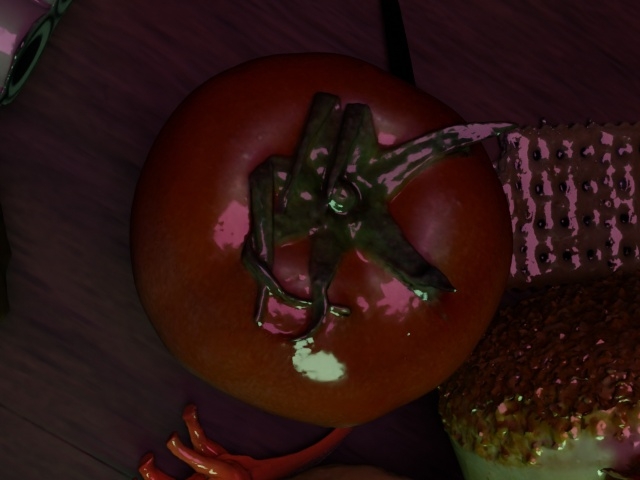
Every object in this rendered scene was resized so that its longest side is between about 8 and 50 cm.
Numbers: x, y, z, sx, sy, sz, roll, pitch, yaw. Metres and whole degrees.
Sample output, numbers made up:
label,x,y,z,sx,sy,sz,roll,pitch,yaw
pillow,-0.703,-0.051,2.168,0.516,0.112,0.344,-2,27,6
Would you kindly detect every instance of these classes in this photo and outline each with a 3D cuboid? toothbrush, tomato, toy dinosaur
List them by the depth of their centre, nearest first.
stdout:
label,x,y,z,sx,sy,sz,roll,pitch,yaw
tomato,0.000,0.000,0.710,0.255,0.224,0.256,2,75,-6
toy dinosaur,-0.076,0.172,0.779,0.279,0.055,0.101,-40,105,-12
toothbrush,0.062,-0.160,0.834,0.019,0.025,0.276,-9,89,-13

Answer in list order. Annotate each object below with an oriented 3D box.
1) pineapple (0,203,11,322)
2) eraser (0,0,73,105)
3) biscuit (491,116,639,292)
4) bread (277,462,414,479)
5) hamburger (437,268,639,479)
label,x,y,z,sx,sy,sz,roll,pitch,yaw
pineapple,-0.391,0.030,0.683,0.364,0.165,0.166,-12,90,-3
eraser,-0.314,-0.231,0.729,0.290,0.087,0.171,29,83,-8
biscuit,0.213,-0.032,0.864,0.203,0.016,0.144,-2,88,-12
bread,0.033,0.276,0.746,0.244,0.134,0.245,-1,95,-12
hamburger,0.224,0.113,0.725,0.276,0.294,0.179,-16,107,-23
